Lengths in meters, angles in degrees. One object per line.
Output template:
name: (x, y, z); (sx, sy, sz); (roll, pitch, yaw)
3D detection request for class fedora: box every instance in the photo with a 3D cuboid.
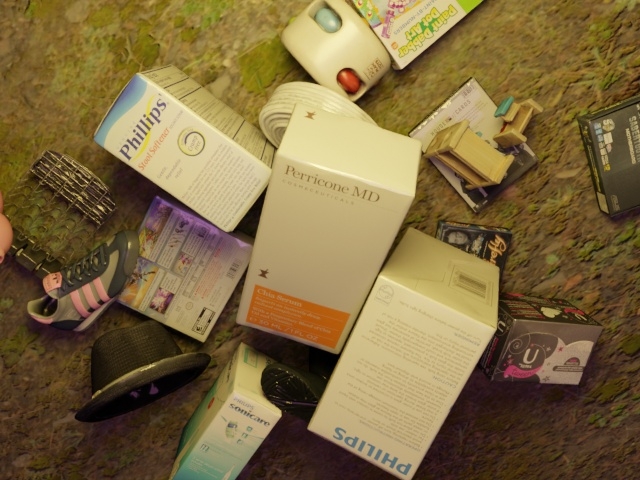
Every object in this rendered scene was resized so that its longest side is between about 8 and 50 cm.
fedora: (-0.409, 0.274, 1.316); (0.334, 0.334, 0.152); (-28, 75, 7)

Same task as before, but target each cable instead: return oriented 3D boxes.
cable: (0.008, -0.205, 1.152); (0.257, 0.257, 0.089); (31, 76, -19)

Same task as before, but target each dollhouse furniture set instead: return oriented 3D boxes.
dollhouse furniture set: (0.329, -0.219, 1.212); (0.129, 0.129, 0.183); (34, 80, -12)

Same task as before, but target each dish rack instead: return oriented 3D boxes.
dish rack: (-0.577, -0.055, 1.274); (0.208, 0.074, 0.271); (41, 101, -16)

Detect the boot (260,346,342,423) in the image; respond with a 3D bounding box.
boot: (-0.025, 0.304, 1.344); (0.246, 0.207, 0.094); (39, 114, -18)

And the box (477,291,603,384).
box: (0.478, 0.225, 1.348); (0.247, 0.142, 0.163); (8, 109, -19)

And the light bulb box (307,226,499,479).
light bulb box: (0.181, 0.211, 1.212); (0.225, 0.358, 0.361); (26, 112, 10)

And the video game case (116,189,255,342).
video game case: (-0.308, 0.062, 1.327); (0.244, 0.061, 0.269); (28, 106, -11)

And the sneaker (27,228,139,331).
sneaker: (-0.503, 0.086, 1.252); (0.131, 0.112, 0.319); (20, 124, -42)

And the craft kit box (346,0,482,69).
craft kit box: (0.173, -0.507, 1.143); (0.250, 0.061, 0.246); (-41, 109, 3)

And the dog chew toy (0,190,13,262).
dog chew toy: (-0.721, -0.079, 1.145); (0.206, 0.206, 0.332); (-45, 77, 12)

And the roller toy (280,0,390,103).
roller toy: (0.036, -0.363, 1.128); (0.146, 0.191, 0.209); (-42, 105, 10)

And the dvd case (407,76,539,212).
dvd case: (0.332, -0.203, 1.282); (0.179, 0.029, 0.238); (-41, 105, 11)

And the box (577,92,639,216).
box: (0.681, -0.191, 1.285); (0.183, 0.059, 0.232); (-21, 109, 3)

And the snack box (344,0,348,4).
snack box: (0.046, -0.495, 1.173); (0.178, 0.022, 0.064); (17, 105, -8)

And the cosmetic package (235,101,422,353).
cosmetic package: (0.000, 0.000, 1.098); (0.230, 0.161, 0.453); (17, 134, -1)

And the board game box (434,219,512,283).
board game box: (0.332, 0.081, 1.372); (0.165, 0.042, 0.243); (6, 108, -4)

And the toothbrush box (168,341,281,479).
toothbrush box: (-0.214, 0.422, 1.374); (0.126, 0.216, 0.295); (32, 105, -13)

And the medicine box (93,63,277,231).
medicine box: (-0.238, -0.187, 1.138); (0.289, 0.263, 0.149); (35, 105, -13)
